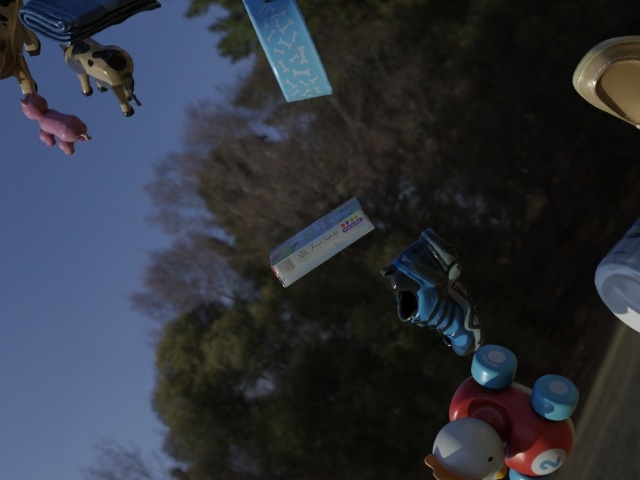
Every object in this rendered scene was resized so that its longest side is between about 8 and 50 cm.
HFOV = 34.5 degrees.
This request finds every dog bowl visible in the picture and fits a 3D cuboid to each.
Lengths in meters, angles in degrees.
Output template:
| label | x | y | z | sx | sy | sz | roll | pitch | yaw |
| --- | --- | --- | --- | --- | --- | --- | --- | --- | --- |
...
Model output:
| label | x | y | z | sx | sy | sz | roll | pitch | yaw |
| --- | --- | --- | --- | --- | --- | --- | --- | --- | --- |
| dog bowl | -0.059 | -0.323 | 1.640 | 0.297 | 0.074 | 0.166 | -111 | -3 | -56 |

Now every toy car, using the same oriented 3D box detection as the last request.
| label | x | y | z | sx | sy | sz | roll | pitch | yaw |
| --- | --- | --- | --- | --- | --- | --- | --- | --- | --- |
| toy car | 0.272 | 0.335 | 1.649 | 0.238 | 0.210 | 0.219 | -38 | -36 | -43 |

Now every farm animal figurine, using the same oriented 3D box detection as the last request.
| label | x | y | z | sx | sy | sz | roll | pitch | yaw |
| --- | --- | --- | --- | --- | --- | --- | --- | --- | --- |
| farm animal figurine | -0.469 | -0.279 | 1.565 | 0.330 | 0.327 | 0.172 | -22 | -34 | -11 |

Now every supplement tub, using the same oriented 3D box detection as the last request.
| label | x | y | z | sx | sy | sz | roll | pitch | yaw |
| --- | --- | --- | --- | --- | --- | --- | --- | --- | --- |
| supplement tub | 0.648 | 0.008 | 1.822 | 0.316 | 0.193 | 0.194 | -45 | -22 | -20 |

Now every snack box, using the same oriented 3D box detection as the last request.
| label | x | y | z | sx | sy | sz | roll | pitch | yaw |
| --- | --- | --- | --- | --- | --- | --- | --- | --- | --- |
| snack box | 0.000 | 0.000 | 1.364 | 0.141 | 0.037 | 0.100 | -33 | 12 | 3 |

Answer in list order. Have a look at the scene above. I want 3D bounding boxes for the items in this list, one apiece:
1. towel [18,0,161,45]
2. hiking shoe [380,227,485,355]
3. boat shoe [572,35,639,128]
| label | x | y | z | sx | sy | sz | roll | pitch | yaw |
| --- | --- | --- | --- | --- | --- | --- | --- | --- | --- |
| towel | -0.200 | -0.206 | 0.902 | 0.119 | 0.067 | 0.029 | -41 | -34 | -40 |
| hiking shoe | 0.198 | 0.111 | 1.846 | 0.132 | 0.113 | 0.304 | -32 | -51 | -6 |
| boat shoe | 0.508 | -0.190 | 1.441 | 0.122 | 0.341 | 0.110 | -61 | 30 | 32 |
